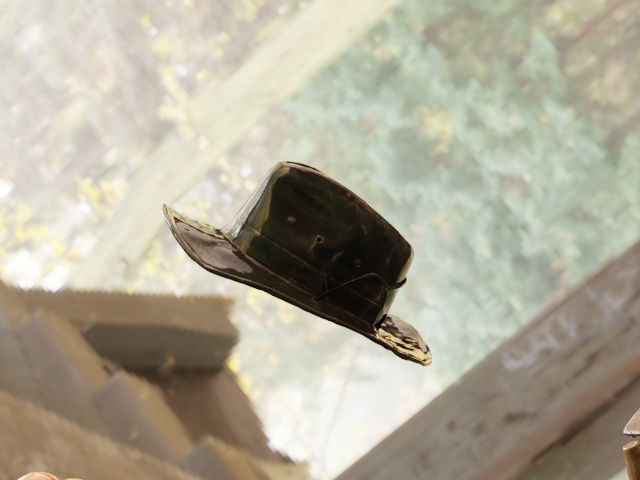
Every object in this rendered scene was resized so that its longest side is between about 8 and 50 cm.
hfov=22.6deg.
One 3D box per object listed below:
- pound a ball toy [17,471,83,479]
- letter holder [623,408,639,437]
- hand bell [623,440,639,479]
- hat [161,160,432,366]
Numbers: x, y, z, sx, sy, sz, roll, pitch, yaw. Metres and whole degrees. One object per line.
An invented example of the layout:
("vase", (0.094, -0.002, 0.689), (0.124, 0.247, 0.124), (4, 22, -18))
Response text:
("pound a ball toy", (-0.260, 0.284, 1.420), (0.319, 0.208, 0.135), (49, -151, -71))
("letter holder", (0.422, 0.129, 1.460), (0.152, 0.302, 0.214), (50, 167, -5))
("hand bell", (0.412, 0.344, 1.876), (0.242, 0.126, 0.126), (63, -170, -6))
("hat", (0.000, 0.000, 1.701), (0.331, 0.134, 0.331), (28, -172, -4))
